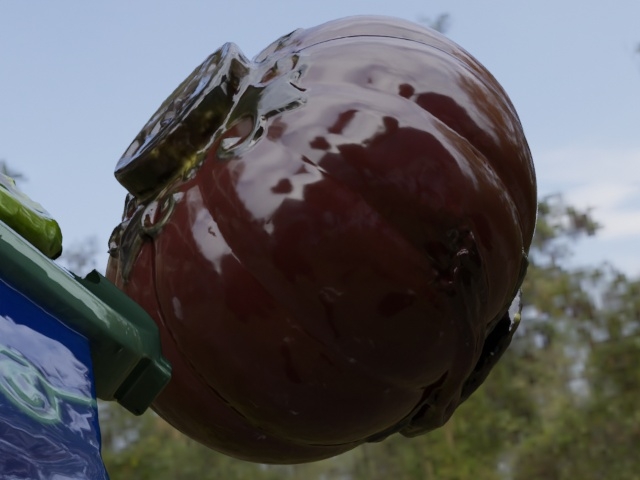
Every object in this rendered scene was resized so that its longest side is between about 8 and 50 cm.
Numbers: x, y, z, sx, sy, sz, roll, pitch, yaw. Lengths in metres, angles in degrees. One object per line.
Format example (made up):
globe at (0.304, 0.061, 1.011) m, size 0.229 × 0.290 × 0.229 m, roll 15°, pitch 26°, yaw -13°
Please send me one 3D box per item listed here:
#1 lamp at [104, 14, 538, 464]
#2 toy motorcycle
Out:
lamp at (0.000, 0.000, 1.038) m, size 0.257 × 0.303 × 0.303 m, roll 40°, pitch -31°, yaw -14°
toy motorcycle at (-0.146, 0.076, 0.541) m, size 0.191 × 0.200 × 0.326 m, roll -51°, pitch 7°, yaw -1°
